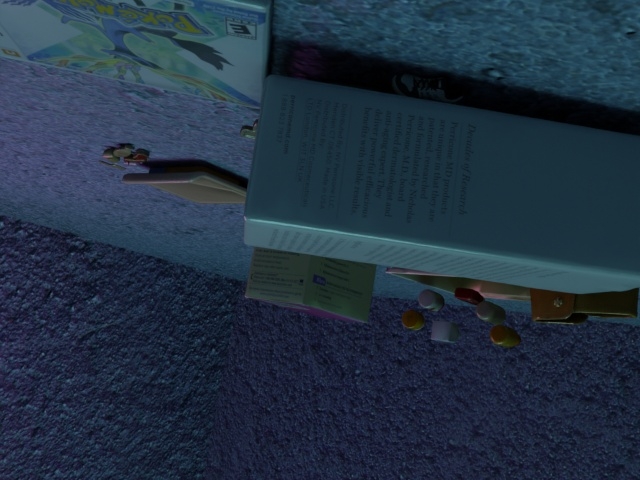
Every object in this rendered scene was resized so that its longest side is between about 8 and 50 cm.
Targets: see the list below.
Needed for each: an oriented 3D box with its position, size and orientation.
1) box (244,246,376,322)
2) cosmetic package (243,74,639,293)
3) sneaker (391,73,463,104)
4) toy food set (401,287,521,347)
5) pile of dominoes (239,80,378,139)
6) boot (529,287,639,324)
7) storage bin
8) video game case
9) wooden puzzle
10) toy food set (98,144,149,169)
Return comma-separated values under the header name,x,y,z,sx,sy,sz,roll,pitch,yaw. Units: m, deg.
name,x,y,z,sx,sy,sz,roll,pitch,yaw
box,0.000,0.000,1.328,0.117,0.242,0.214,5,171,33
cosmetic package,0.145,-0.050,0.923,0.454,0.161,0.230,9,173,-5
sneaker,0.116,-0.164,0.848,0.083,0.031,0.037,10,159,-29
toy food set,0.296,0.160,1.644,0.232,0.111,0.104,2,168,33
pile of dominoes,0.035,-0.157,1.034,0.196,0.040,0.251,16,161,-33
boot,0.310,0.010,1.131,0.295,0.211,0.104,3,168,41
storage bin,0.323,0.040,1.611,0.260,0.123,0.262,2,168,45
video game case,-0.214,-0.223,0.815,0.329,0.036,0.300,11,172,-3
wooden puzzle,-0.237,-0.111,1.589,0.221,0.044,0.239,3,173,39
toy food set,-0.359,-0.159,1.482,0.078,0.019,0.122,17,161,-41
